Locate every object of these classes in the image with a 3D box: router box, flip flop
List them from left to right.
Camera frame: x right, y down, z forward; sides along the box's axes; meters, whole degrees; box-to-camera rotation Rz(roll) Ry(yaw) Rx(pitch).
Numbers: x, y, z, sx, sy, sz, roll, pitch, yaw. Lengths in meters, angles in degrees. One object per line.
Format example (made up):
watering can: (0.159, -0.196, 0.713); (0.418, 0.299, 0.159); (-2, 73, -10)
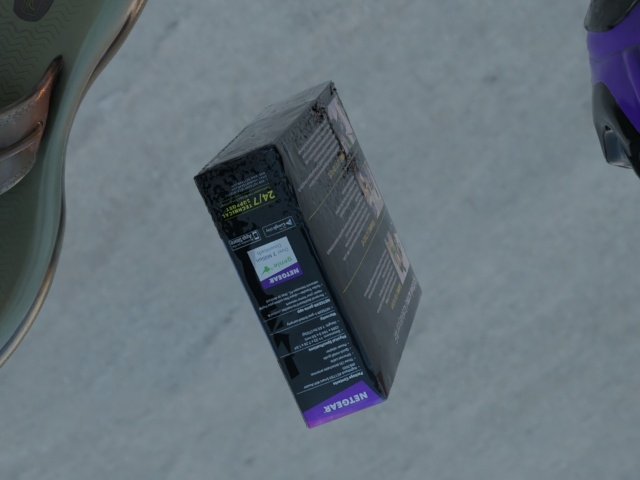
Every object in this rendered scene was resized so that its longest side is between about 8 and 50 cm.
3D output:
flip flop: (-0.152, -0.060, 0.726); (0.277, 0.112, 0.080); (-66, 160, -3)
router box: (0.000, 0.000, 0.834); (0.046, 0.133, 0.179); (-21, -170, 14)

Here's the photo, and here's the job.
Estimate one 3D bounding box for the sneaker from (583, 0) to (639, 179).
sneaker: (0.206, -0.065, 0.731); (0.102, 0.293, 0.146); (3, 96, -16)
